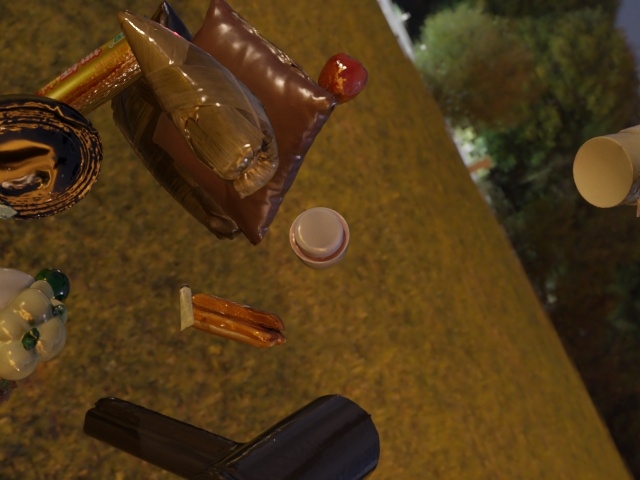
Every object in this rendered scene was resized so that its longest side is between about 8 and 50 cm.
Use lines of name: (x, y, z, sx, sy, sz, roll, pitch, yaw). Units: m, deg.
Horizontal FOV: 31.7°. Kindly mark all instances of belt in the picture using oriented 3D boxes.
belt: (-0.364, -0.099, 1.354, 0.078, 0.198, 0.151, -140, -131, -69)

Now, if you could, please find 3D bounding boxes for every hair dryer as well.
hair dryer: (-0.097, 0.177, 0.960, 0.197, 0.251, 0.089, -24, 123, -55)

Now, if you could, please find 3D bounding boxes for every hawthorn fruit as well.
hawthorn fruit: (0.033, -0.276, 1.963, 0.081, 0.093, 0.081, 35, -6, 4)

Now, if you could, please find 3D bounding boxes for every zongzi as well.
zongzi: (-0.114, -0.130, 1.026, 0.176, 0.078, 0.160, 44, 6, -28)
zongzi: (-0.218, -0.211, 2.092, 0.403, 0.208, 0.432, 54, -21, 3)

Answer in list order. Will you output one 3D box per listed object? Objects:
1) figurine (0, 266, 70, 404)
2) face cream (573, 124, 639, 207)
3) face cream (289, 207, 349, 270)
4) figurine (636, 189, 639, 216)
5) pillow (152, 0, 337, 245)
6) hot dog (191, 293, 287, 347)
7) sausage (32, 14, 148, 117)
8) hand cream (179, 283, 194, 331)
figurine: (-0.264, 0.076, 0.907, 0.093, 0.147, 0.197, 45, -23, -6)
face cream: (0.353, -0.081, 1.148, 0.224, 0.114, 0.070, -12, 42, -39)
face cream: (0.000, 0.000, 1.723, 0.095, 0.091, 0.091, 79, -8, -69)
figurine: (0.364, -0.032, 0.997, 0.156, 0.094, 0.115, 22, 7, 18)
pillow: (-0.142, -0.200, 1.875, 0.308, 0.305, 0.108, 45, 31, 24)
hot dog: (-0.170, 0.167, 2.259, 0.092, 0.236, 0.062, -46, 145, -45)
sausage: (-0.380, -0.190, 1.615, 0.082, 0.371, 0.082, 56, 5, -8)
hand cream: (-0.255, 0.127, 2.139, 0.022, 0.035, 0.102, 39, 30, -42)
